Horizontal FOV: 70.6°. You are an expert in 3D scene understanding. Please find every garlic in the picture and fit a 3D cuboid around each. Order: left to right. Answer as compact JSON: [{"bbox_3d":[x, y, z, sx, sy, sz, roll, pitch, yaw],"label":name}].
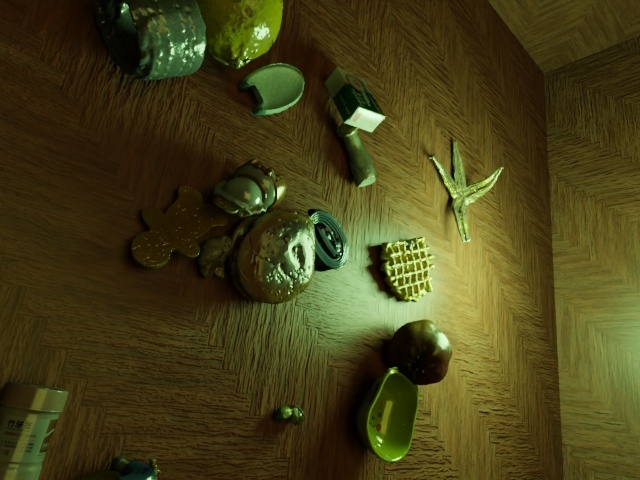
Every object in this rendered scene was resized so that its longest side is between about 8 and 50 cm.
[{"bbox_3d":[-0.255,0.035,1.087,0.074,0.094,0.113,19,65,-5],"label":"garlic"}]

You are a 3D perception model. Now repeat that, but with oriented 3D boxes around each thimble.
[{"bbox_3d":[-0.375,-0.475,0.990,0.172,0.205,0.236,-26,100,-43],"label":"thimble"}]

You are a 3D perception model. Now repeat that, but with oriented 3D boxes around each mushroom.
[{"bbox_3d":[0.122,-0.293,1.523,0.092,0.081,0.223,-23,95,-65],"label":"mushroom"}]

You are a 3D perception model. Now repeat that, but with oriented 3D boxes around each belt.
[{"bbox_3d":[0.000,0.000,1.336,0.141,0.082,0.190,-46,111,-41],"label":"belt"}]

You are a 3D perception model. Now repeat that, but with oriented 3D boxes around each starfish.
[{"bbox_3d":[0.627,-0.239,1.969,0.398,0.132,0.383,-32,97,-29],"label":"starfish"}]

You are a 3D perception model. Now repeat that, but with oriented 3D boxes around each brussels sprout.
[{"bbox_3d":[-0.081,0.456,1.186,0.083,0.046,0.050,26,58,-37],"label":"brussels sprout"}]

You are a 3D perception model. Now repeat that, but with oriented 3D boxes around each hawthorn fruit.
[{"bbox_3d":[0.343,0.366,1.524,0.248,0.208,0.207,-24,98,-63],"label":"hawthorn fruit"}]

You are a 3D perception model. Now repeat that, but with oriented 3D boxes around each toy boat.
[{"bbox_3d":[-0.139,-0.438,1.317,0.208,0.079,0.134,-37,100,-31],"label":"toy boat"}]

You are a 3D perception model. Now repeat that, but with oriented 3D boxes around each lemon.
[{"bbox_3d":[-0.220,-0.587,1.131,0.254,0.254,0.309,-1,83,-44],"label":"lemon"}]

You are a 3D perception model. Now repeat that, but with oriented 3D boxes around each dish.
[{"bbox_3d":[0.190,0.528,1.390,0.221,0.108,0.262,45,55,-28],"label":"dish"}]

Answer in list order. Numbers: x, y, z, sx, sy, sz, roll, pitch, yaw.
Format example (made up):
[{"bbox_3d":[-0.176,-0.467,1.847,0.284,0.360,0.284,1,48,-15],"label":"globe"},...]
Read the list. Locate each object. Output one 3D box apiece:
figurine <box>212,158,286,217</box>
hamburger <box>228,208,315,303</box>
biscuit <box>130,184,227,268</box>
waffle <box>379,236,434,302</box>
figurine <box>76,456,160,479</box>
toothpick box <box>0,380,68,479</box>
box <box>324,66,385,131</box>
[{"bbox_3d":[-0.174,-0.127,1.130,0.271,0.144,0.143,-38,110,-72],"label":"figurine"},{"bbox_3d":[-0.115,0.041,1.183,0.286,0.146,0.243,-53,124,-38],"label":"hamburger"},{"bbox_3d":[-0.331,-0.023,1.031,0.158,0.035,0.240,42,52,0],"label":"biscuit"},{"bbox_3d":[0.316,0.086,1.641,0.309,0.065,0.283,47,55,-31],"label":"waffle"},{"bbox_3d":[-0.367,0.552,0.826,0.158,0.161,0.275,-9,84,-4],"label":"figurine"},{"bbox_3d":[-0.505,0.323,0.766,0.099,0.099,0.148,27,64,-37],"label":"toothpick box"},{"bbox_3d":[0.112,-0.467,1.500,0.135,0.081,0.198,5,51,-43],"label":"box"}]
